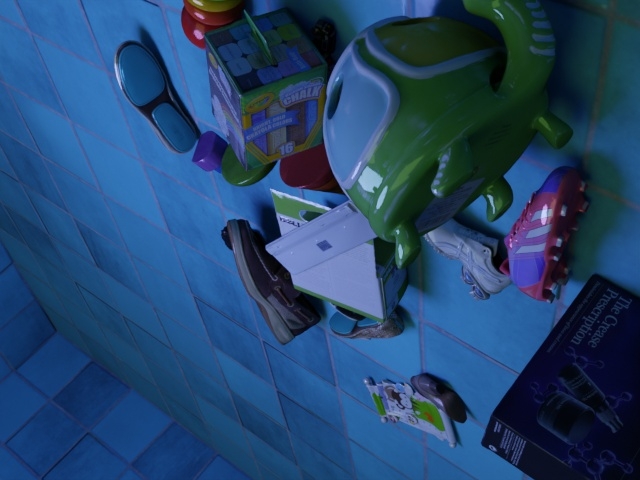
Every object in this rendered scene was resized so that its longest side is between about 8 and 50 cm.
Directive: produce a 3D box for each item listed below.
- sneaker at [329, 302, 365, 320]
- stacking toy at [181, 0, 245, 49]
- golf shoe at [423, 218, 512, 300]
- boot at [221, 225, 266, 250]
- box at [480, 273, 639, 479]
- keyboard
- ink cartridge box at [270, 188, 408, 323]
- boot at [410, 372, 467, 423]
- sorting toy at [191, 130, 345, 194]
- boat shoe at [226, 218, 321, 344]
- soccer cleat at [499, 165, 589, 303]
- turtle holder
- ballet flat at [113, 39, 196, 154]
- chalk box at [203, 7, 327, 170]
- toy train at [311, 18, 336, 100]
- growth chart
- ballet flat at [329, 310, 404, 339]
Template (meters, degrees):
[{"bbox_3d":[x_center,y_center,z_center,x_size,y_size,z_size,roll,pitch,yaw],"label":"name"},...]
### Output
[{"bbox_3d":[0.013,0.070,1.602,0.208,0.081,0.094,47,161,9],"label":"sneaker"},{"bbox_3d":[-0.140,-0.368,1.139,0.141,0.141,0.330,42,160,5],"label":"stacking toy"},{"bbox_3d":[0.218,0.002,1.243,0.176,0.069,0.086,47,133,-12],"label":"golf shoe"},{"bbox_3d":[-0.155,0.020,1.789,0.099,0.045,0.121,11,133,46],"label":"boot"},{"bbox_3d":[0.356,0.197,1.086,0.184,0.261,0.103,33,151,21],"label":"box"},{"bbox_3d":[0.000,0.000,1.342,0.072,0.014,0.256,41,146,-16],"label":"keyboard"},{"bbox_3d":[0.037,0.001,1.408,0.188,0.097,0.255,20,145,25],"label":"ink cartridge box"},{"bbox_3d":[0.229,0.307,1.677,0.118,0.042,0.087,54,158,-16],"label":"boot"},{"bbox_3d":[-0.065,-0.120,1.424,0.365,0.127,0.126,9,160,46],"label":"sorting toy"},{"bbox_3d":[-0.084,0.072,1.700,0.123,0.123,0.342,-111,-2,-50],"label":"boat shoe"},{"bbox_3d":[0.280,-0.010,1.102,0.095,0.083,0.248,30,153,27],"label":"soccer cleat"},{"bbox_3d":[0.121,-0.147,0.952,0.227,0.243,0.320,54,167,20],"label":"turtle holder"},{"bbox_3d":[-0.312,-0.264,1.571,0.086,0.086,0.248,18,144,42],"label":"ballet flat"},{"bbox_3d":[-0.075,-0.226,1.189,0.132,0.132,0.213,60,162,28],"label":"chalk box"},{"bbox_3d":[0.006,-0.245,1.205,0.036,0.027,0.158,25,149,14],"label":"toy train"},{"bbox_3d":[0.190,0.360,1.822,0.237,0.021,0.172,11,137,47],"label":"growth chart"},{"bbox_3d":[0.089,0.166,1.635,0.067,0.073,0.206,38,160,-20],"label":"ballet flat"}]
